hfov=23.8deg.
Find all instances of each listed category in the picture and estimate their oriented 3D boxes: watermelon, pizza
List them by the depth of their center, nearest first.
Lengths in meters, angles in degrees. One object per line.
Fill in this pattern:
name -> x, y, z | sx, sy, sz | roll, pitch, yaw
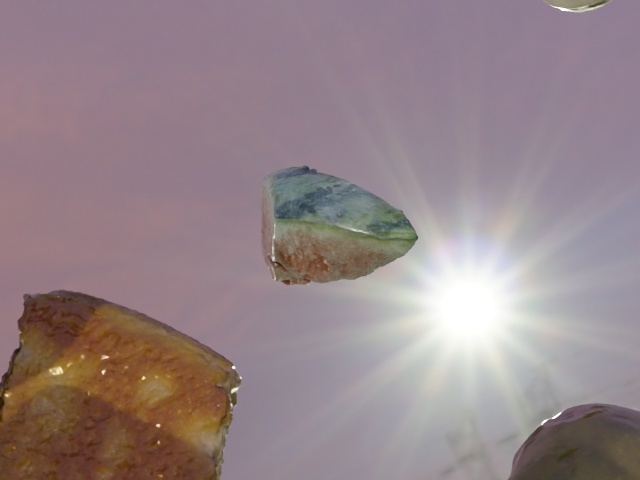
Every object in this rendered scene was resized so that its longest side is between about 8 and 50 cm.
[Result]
pizza -> -0.159, 0.166, 0.964 | 0.189, 0.297, 0.071 | 14, -40, 4
watermelon -> 0.000, -0.008, 1.323 | 0.180, 0.094, 0.081 | 1, 27, 46

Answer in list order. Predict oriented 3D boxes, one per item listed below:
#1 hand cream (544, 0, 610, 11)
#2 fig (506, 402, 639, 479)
hand cream -> 0.165, -0.355, 1.299 | 0.118, 0.185, 0.358 | -7, -44, 40
fig -> 0.139, 0.160, 0.652 | 0.133, 0.185, 0.126 | -50, 14, -21
